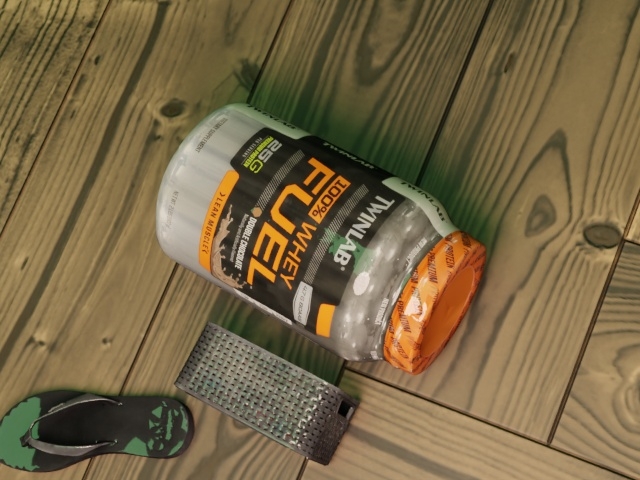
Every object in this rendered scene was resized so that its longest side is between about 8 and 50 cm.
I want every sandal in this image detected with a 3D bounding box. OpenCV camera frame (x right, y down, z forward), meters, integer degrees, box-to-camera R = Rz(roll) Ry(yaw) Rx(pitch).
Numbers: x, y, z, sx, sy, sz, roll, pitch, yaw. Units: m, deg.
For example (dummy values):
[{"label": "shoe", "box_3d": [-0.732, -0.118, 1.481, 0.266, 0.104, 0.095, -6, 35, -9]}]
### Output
[{"label": "sandal", "box_3d": [-0.280, 0.221, 1.388, 0.254, 0.054, 0.097, -8, 72, 12]}]

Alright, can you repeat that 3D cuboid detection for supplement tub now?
[{"label": "supplement tub", "box_3d": [0.000, 0.000, 1.298, 0.338, 0.207, 0.207, 28, 83, 20]}]

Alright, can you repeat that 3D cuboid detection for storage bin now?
[{"label": "storage bin", "box_3d": [-0.060, 0.174, 1.307, 0.180, 0.122, 0.084, 24, 82, 20]}]
